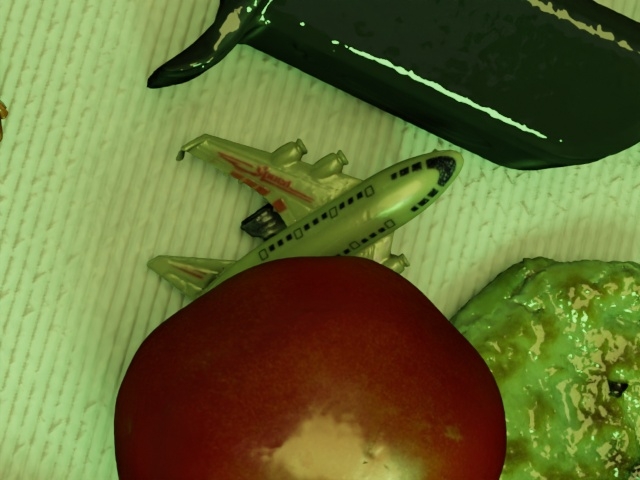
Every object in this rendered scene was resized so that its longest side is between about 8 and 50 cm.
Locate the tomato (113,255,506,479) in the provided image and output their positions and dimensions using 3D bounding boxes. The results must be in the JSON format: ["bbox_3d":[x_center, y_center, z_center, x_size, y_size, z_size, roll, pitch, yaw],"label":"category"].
[{"bbox_3d":[-0.011,0.159,0.951,0.298,0.226,0.299,-2,106,-6],"label":"tomato"}]

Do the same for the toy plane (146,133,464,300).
[{"bbox_3d":[0.000,0.000,1.073,0.256,0.104,0.242,-32,91,-5],"label":"toy plane"}]

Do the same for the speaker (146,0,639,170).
[{"bbox_3d":[0.078,-0.137,1.082,0.388,0.180,0.184,22,86,-11],"label":"speaker"}]

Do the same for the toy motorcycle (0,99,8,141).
[{"bbox_3d":[-0.358,-0.090,0.978,0.221,0.148,0.326,31,75,12],"label":"toy motorcycle"}]

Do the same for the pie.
[{"bbox_3d":[0.215,0.157,1.142,0.302,0.067,0.303,1,85,-17],"label":"pie"}]
